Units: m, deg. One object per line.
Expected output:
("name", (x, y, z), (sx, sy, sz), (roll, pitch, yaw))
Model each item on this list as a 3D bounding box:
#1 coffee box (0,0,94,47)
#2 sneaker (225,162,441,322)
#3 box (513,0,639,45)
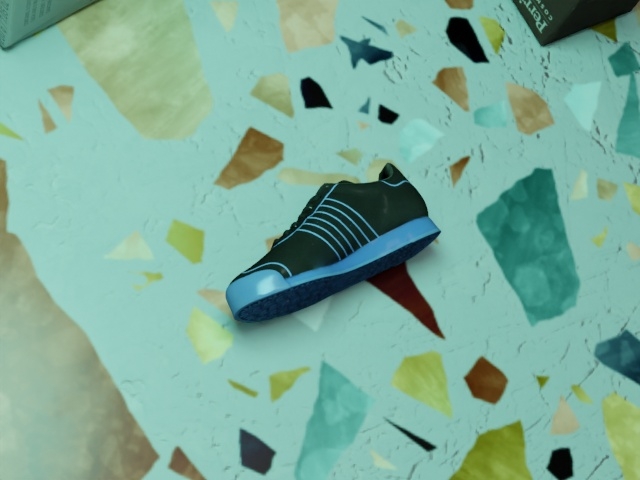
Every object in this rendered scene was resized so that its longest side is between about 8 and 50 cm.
("coffee box", (-0.236, -0.449, 1.325), (0.338, 0.337, 0.334), (-35, 80, -26))
("sneaker", (0.000, 0.000, 1.356), (0.232, 0.081, 0.090), (-22, 72, -32))
("box", (0.293, -0.377, 1.438), (0.143, 0.381, 0.191), (-25, 76, -23))
